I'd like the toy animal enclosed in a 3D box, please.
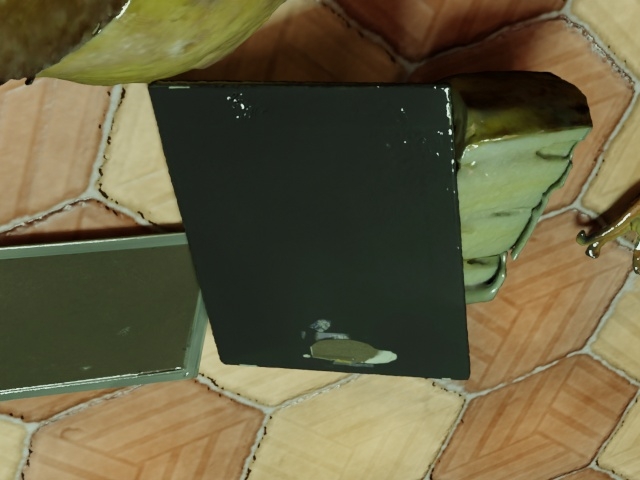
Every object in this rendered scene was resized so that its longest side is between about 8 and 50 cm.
[{"bbox_3d":[0.376,-0.017,1.309,0.241,0.057,0.099,3,123,-26],"label":"toy animal"}]

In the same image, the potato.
[{"bbox_3d":[-0.095,-0.228,0.765,0.289,0.301,0.237,-13,170,34],"label":"potato"}]

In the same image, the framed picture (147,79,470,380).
[{"bbox_3d":[0.000,0.000,1.058,0.244,0.013,0.324,3,132,14],"label":"framed picture"}]

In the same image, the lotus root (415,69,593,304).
[{"bbox_3d":[0.135,-0.055,1.093,0.119,0.138,0.235,3,131,-20],"label":"lotus root"}]

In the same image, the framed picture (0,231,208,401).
[{"bbox_3d":[-0.220,0.070,1.123,0.252,0.014,0.197,-5,132,-23],"label":"framed picture"}]
